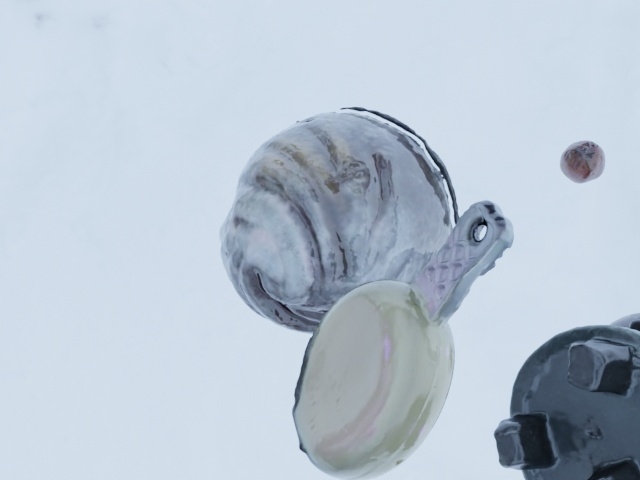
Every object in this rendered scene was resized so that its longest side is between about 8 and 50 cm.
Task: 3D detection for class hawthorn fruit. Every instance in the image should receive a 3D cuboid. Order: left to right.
[{"bbox_3d":[0.478,-0.148,1.467,0.081,0.093,0.081,-5,73,16],"label":"hawthorn fruit"}]

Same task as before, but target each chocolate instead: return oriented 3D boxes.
[{"bbox_3d":[0.000,0.000,0.995,0.303,0.213,0.303,12,115,27],"label":"chocolate"}]

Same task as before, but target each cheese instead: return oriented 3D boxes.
[{"bbox_3d":[0.042,0.050,0.437,0.048,0.092,0.171,20,98,-30],"label":"cheese"}]

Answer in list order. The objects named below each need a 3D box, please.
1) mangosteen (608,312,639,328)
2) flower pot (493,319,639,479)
[{"bbox_3d":[0.664,0.283,1.631,0.307,0.347,0.306,-1,103,-4],"label":"mangosteen"},{"bbox_3d":[0.415,0.246,1.092,0.299,0.283,0.298,-7,80,46],"label":"flower pot"}]
